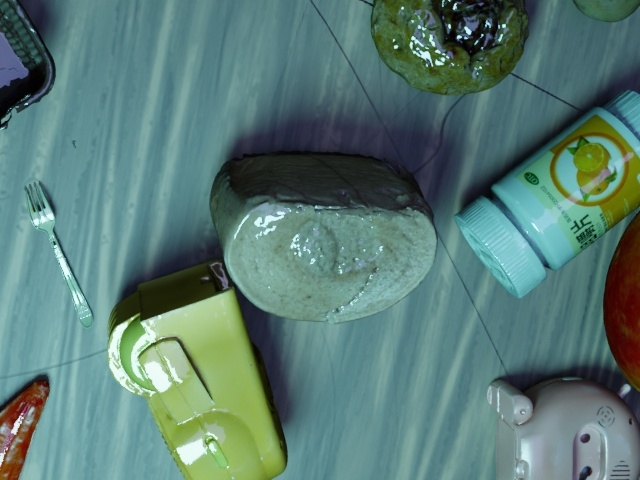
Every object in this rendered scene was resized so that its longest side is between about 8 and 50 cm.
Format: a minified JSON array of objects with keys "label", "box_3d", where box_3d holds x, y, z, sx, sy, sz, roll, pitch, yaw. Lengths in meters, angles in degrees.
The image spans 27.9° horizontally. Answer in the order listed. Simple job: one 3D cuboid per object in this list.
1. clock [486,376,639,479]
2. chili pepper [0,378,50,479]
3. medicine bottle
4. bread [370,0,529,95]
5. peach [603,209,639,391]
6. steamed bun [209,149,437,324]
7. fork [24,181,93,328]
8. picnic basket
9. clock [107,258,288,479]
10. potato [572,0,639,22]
[{"label":"clock","box_3d":[0.382,0.320,1.934,0.241,0.142,0.227,-2,98,-13]},{"label":"chili pepper","box_3d":[-0.433,0.270,1.828,0.088,0.065,0.169,30,88,-13]},{"label":"medicine bottle","box_3d":[0.364,-0.071,1.864,0.318,0.158,0.158,-38,102,-3]},{"label":"bread","box_3d":[0.188,-0.316,1.819,0.230,0.123,0.230,-1,96,-8]},{"label":"peach","box_3d":[0.587,0.068,1.820,0.388,0.388,0.388,-1,98,-9]},{"label":"steamed bun","box_3d":[0.000,0.000,1.770,0.301,0.251,0.199,2,111,-15]},{"label":"fork","box_3d":[-0.370,0.025,1.818,0.034,0.028,0.219,-21,101,-10]},{"label":"picnic basket","box_3d":[-0.500,-0.275,1.703,0.222,0.129,0.297,-36,103,-5]},{"label":"clock","box_3d":[-0.156,0.210,1.770,0.200,0.244,0.317,-24,103,-1]},{"label":"potato","box_3d":[0.420,-0.442,1.821,0.165,0.165,0.262,-1,91,-9]}]
